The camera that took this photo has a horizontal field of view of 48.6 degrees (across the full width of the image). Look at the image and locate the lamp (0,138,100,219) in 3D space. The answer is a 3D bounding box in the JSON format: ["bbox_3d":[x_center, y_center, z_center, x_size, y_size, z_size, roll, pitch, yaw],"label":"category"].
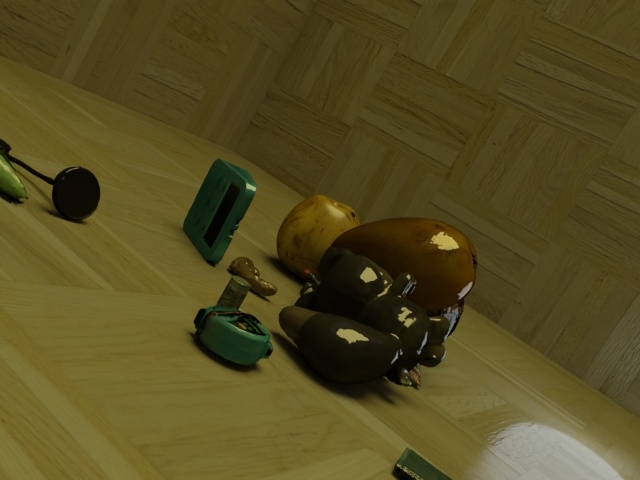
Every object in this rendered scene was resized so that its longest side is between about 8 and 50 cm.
[{"bbox_3d":[-0.622,-0.176,1.582,0.371,0.108,0.130,36,11,36],"label":"lamp"}]

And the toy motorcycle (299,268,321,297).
[{"bbox_3d":[0.023,0.157,1.885,0.221,0.102,0.150,20,26,-52],"label":"toy motorcycle"}]

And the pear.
[{"bbox_3d":[0.000,0.000,2.172,0.281,0.280,0.281,30,8,-5],"label":"pear"}]

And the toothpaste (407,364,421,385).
[{"bbox_3d":[0.237,0.324,1.835,0.062,0.039,0.239,38,11,3],"label":"toothpaste"}]

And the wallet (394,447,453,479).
[{"bbox_3d":[0.185,0.407,1.192,0.129,0.026,0.088,33,13,13],"label":"wallet"}]

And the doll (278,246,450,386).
[{"bbox_3d":[0.066,0.151,1.580,0.382,0.252,0.379,28,5,36],"label":"doll"}]

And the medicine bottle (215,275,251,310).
[{"bbox_3d":[-0.180,0.118,1.450,0.047,0.083,0.047,30,8,-5],"label":"medicine bottle"}]

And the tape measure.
[{"bbox_3d":[-0.152,0.167,1.267,0.125,0.081,0.146,33,9,41],"label":"tape measure"}]

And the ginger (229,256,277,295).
[{"bbox_3d":[-0.176,0.090,1.778,0.070,0.051,0.173,15,21,-41],"label":"ginger"}]

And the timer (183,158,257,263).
[{"bbox_3d":[-0.261,-0.079,1.841,0.091,0.231,0.250,25,8,-23],"label":"timer"}]

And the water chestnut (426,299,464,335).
[{"bbox_3d":[0.285,0.170,2.099,0.300,0.300,0.300,30,8,-5],"label":"water chestnut"}]

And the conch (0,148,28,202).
[{"bbox_3d":[-0.650,-0.139,1.423,0.170,0.079,0.105,44,12,-10],"label":"conch"}]

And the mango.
[{"bbox_3d":[0.212,0.054,1.891,0.300,0.232,0.446,-24,22,-38],"label":"mango"}]
